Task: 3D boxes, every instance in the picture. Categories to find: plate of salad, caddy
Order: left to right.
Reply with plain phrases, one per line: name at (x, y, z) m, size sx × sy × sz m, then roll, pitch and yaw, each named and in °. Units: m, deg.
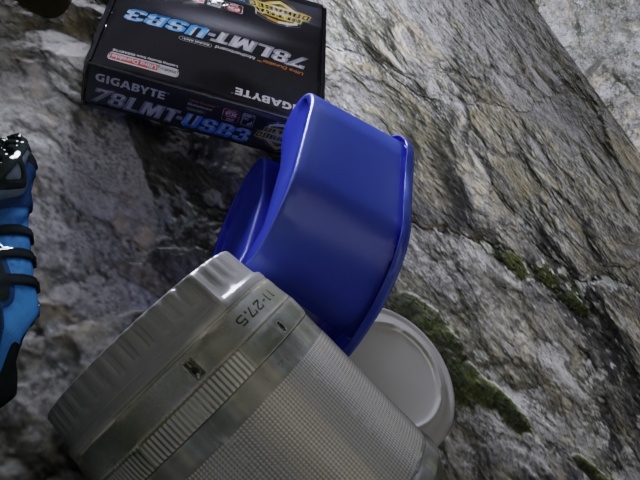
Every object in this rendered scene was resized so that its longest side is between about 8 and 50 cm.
caddy at (0.000, 0.000, 0.819) m, size 0.179 × 0.241 × 0.341 m, roll 28°, pitch 40°, yaw -15°
plate of salad at (0.078, 0.172, 0.899) m, size 0.200 × 0.048 × 0.199 m, roll 18°, pitch 49°, yaw -21°

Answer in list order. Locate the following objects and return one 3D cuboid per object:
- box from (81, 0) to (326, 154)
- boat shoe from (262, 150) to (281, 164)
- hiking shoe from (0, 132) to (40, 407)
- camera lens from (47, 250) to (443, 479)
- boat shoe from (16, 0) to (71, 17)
box at (-0.140, -0.257, 0.987) m, size 0.296 × 0.073 × 0.293 m, roll 14°, pitch 44°, yaw -12°
boat shoe at (-0.062, -0.207, 1.100) m, size 0.084 × 0.079 × 0.233 m, roll -3°, pitch 43°, yaw 2°
hiking shoe at (-0.298, 0.020, 0.626) m, size 0.304 × 0.113 × 0.132 m, roll -99°, pitch 173°, yaw -53°
camera lens at (-0.054, 0.173, 0.608) m, size 0.274 × 0.219 × 0.219 m, roll 45°, pitch 36°, yaw 1°
boat shoe at (-0.397, -0.367, 0.892) m, size 0.224 × 0.080 × 0.073 m, roll 38°, pitch 31°, yaw -22°
